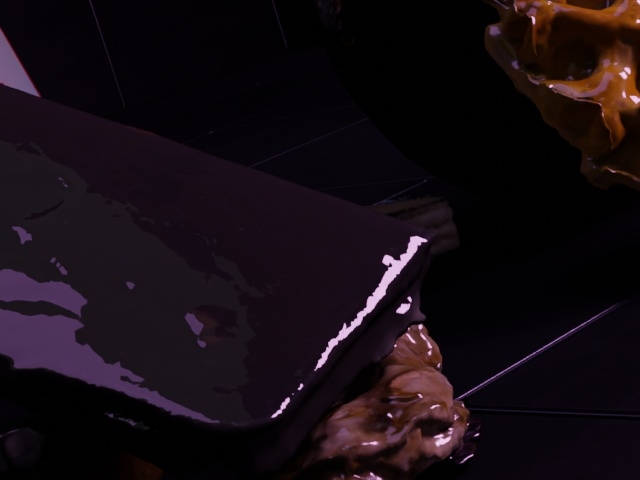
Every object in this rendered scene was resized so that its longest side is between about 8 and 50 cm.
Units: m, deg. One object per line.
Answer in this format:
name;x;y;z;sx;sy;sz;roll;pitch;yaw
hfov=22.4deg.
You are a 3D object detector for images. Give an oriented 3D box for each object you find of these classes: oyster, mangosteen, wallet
oyster;-0.007;0.065;0.843;0.129;0.078;0.345;-26;13;-1
mangosteen;0.152;-0.186;1.159;0.330;0.330;0.330;-17;10;3
wallet;-0.143;-0.003;0.770;0.378;0.051;0.197;18;40;20

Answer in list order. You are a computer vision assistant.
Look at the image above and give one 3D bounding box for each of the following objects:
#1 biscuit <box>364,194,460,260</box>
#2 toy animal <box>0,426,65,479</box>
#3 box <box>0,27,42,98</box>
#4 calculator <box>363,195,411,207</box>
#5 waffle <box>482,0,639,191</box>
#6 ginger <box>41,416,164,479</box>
biscuit;-0.030;0.018;1.143;0.150;0.052;0.252;-17;5;-31
toy animal;-0.216;0.149;0.680;0.255;0.089;0.170;-18;6;-22
box;-0.420;-0.050;1.330;0.300;0.314;0.312;-28;5;23
calculator;0.000;0.000;1.311;0.172;0.018;0.057;-23;10;-23
waffle;0.252;-0.151;0.960;0.302;0.325;0.068;-27;-22;-9
ginger;-0.119;0.059;0.917;0.133;0.107;0.309;-29;11;-13
